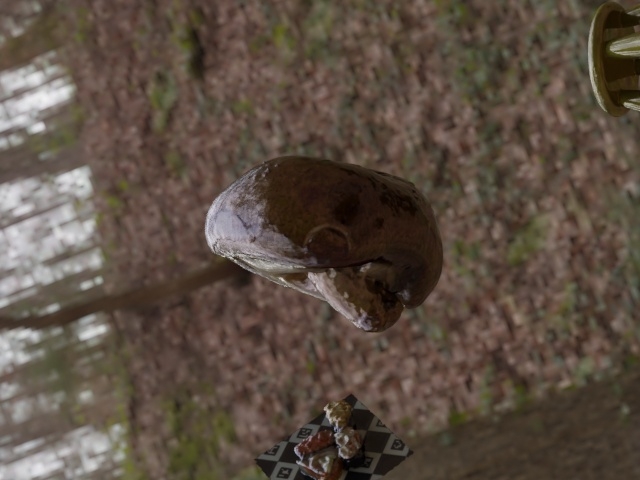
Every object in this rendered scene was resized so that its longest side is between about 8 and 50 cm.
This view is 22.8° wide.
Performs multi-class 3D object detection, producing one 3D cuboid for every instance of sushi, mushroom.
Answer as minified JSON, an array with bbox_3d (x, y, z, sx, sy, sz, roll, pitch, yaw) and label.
[{"bbox_3d":[0.008,0.205,1.551,0.120,0.126,0.026,40,158,48],"label":"sushi"},{"bbox_3d":[0.006,-0.014,1.414,0.194,0.138,0.231,26,177,27],"label":"mushroom"}]

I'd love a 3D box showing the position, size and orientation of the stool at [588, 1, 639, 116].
[{"bbox_3d":[0.322,-0.174,1.495,0.134,0.110,0.135,13,-104,-57],"label":"stool"}]
